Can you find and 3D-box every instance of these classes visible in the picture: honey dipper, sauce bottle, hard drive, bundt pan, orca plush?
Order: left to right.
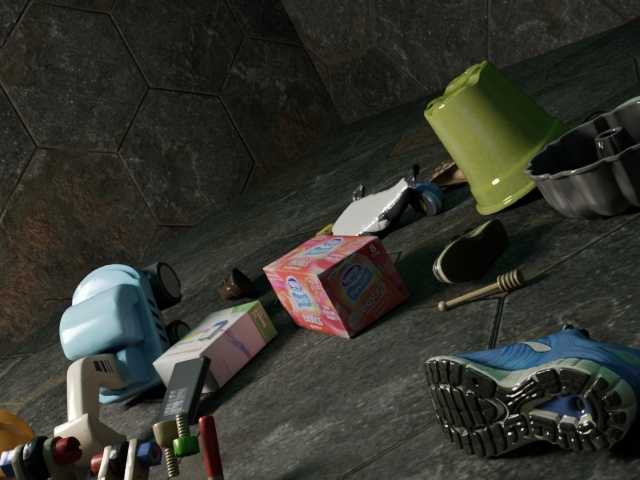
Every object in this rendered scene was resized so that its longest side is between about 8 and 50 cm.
[{"bbox_3d":[-0.261,0.289,1.889,0.094,0.022,0.135,-18,46,41],"label":"hard drive"},{"bbox_3d":[0.000,0.000,2.619,0.128,0.042,0.042,-39,16,-31],"label":"sauce bottle"},{"bbox_3d":[0.158,-0.080,2.434,0.102,0.151,0.287,10,-50,-43],"label":"orca plush"},{"bbox_3d":[0.269,0.088,1.687,0.160,0.030,0.030,-23,13,30],"label":"honey dipper"},{"bbox_3d":[0.546,-0.142,1.799,0.331,0.124,0.331,-26,13,6],"label":"bundt pan"}]

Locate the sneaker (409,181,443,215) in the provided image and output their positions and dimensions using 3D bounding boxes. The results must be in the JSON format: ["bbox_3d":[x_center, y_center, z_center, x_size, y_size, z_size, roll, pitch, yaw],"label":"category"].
[{"bbox_3d":[0.269,-0.112,2.422,0.082,0.069,0.209,-25,12,-5],"label":"sneaker"}]

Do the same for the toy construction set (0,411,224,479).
[{"bbox_3d":[-0.284,0.391,1.400,0.309,0.237,0.257,-12,-19,-4],"label":"toy construction set"}]

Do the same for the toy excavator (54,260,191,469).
[{"bbox_3d":[-0.442,0.247,2.056,0.222,0.433,0.445,-25,-15,15],"label":"toy excavator"}]

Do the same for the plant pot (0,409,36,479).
[{"bbox_3d":[-0.607,0.442,1.814,0.205,0.205,0.188,-31,27,-13],"label":"plant pot"}]

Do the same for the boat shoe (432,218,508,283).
[{"bbox_3d":[0.269,0.028,1.839,0.073,0.080,0.223,-24,6,45],"label":"boat shoe"}]

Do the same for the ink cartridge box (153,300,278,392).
[{"bbox_3d":[-0.216,0.224,2.047,0.154,0.093,0.212,-17,18,41],"label":"ink cartridge box"}]

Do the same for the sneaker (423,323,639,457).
[{"bbox_3d":[0.259,0.178,1.184,0.147,0.130,0.330,-19,8,-37],"label":"sneaker"}]

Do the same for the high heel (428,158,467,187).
[{"bbox_3d":[0.356,-0.164,2.429,0.186,0.093,0.261,-35,10,7],"label":"high heel"}]

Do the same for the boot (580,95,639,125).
[{"bbox_3d":[0.668,-0.271,2.162,0.244,0.088,0.176,-25,11,32],"label":"boot"}]

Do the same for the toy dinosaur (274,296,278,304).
[{"bbox_3d":[-0.020,0.067,2.331,0.211,0.064,0.112,-24,14,19],"label":"toy dinosaur"}]

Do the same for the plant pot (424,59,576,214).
[{"bbox_3d":[0.369,-0.240,2.145,0.276,0.254,0.276,-42,9,8],"label":"plant pot"}]

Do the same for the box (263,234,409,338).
[{"bbox_3d":[0.025,0.083,1.973,0.154,0.142,0.300,-31,12,-19],"label":"box"}]

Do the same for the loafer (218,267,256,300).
[{"bbox_3d":[-0.217,0.125,2.534,0.078,0.080,0.220,-50,3,0],"label":"loafer"}]
